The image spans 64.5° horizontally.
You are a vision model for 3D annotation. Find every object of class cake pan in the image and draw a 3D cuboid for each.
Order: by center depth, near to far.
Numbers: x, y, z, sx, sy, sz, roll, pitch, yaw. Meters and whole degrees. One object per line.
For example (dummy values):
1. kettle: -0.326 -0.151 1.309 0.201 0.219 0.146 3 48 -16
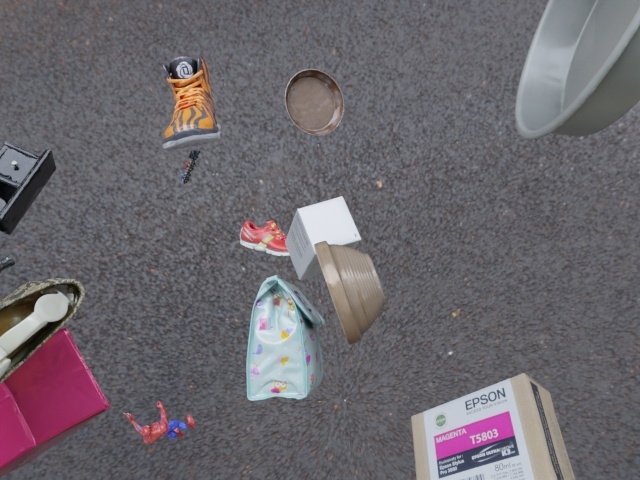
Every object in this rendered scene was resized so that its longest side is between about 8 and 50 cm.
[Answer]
1. cake pan: 0.284 -0.232 0.493 0.054 0.293 0.292 19 74 1

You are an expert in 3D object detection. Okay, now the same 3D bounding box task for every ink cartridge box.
1. ink cartridge box: 0.270 0.352 0.824 0.235 0.088 0.193 -35 33 30

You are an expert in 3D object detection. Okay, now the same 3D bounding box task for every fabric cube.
1. fabric cube: -0.750 0.409 1.259 0.258 0.254 0.259 -34 82 12

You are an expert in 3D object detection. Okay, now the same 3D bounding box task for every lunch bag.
1. lunch bag: -0.078 0.216 1.166 0.160 0.223 0.261 -4 80 8

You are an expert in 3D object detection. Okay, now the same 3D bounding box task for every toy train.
1. toy train: -0.507 -0.287 1.957 0.036 0.027 0.158 25 116 -10

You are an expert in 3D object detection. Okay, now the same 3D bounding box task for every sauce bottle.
1. sauce bottle: -0.721 0.072 1.083 0.042 0.042 0.128 39 42 13

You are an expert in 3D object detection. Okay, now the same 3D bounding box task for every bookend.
1. bookend: -0.587 -0.117 0.895 0.156 0.072 0.157 26 62 -9

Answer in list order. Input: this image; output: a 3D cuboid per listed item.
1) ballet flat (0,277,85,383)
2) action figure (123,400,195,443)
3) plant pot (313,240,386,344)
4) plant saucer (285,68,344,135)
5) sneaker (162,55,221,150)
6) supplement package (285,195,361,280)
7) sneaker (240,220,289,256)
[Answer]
1. ballet flat: -0.638 0.200 1.001 0.182 0.482 0.163 -22 107 19
2. action figure: -0.515 0.573 1.622 0.091 0.280 0.139 -40 73 -4
3. plant pot: 0.073 0.101 1.120 0.110 0.237 0.237 -20 73 0
4. plant saucer: -0.019 -0.351 1.299 0.169 0.029 0.168 0 90 -28
5. sneaker: -0.293 -0.301 1.094 0.125 0.321 0.179 -12 111 -7
6. supplement package: 0.000 0.000 1.413 0.139 0.244 0.133 -17 74 -18
7. sneaker: -0.170 -0.012 1.842 0.279 0.107 0.118 12 100 19
